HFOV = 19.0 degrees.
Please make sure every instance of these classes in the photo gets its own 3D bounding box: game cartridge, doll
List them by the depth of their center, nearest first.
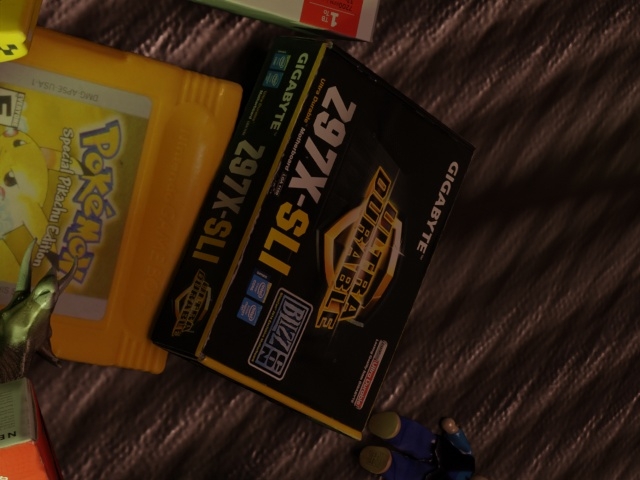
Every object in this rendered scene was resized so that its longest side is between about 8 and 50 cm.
[{"bbox_3d":[-0.234,-0.040,1.699,0.324,0.053,0.285,13,91,-36],"label":"game cartridge"},{"bbox_3d":[0.116,0.245,2.012,0.189,0.046,0.129,29,71,-43],"label":"doll"}]

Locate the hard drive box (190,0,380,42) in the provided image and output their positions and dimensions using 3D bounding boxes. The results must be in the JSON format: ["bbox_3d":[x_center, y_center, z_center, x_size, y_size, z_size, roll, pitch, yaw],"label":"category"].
[{"bbox_3d":[-0.020,-0.318,1.786,0.181,0.089,0.232,10,92,-37],"label":"hard drive box"}]

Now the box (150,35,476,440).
[{"bbox_3d":[0.000,0.000,1.837,0.257,0.079,0.322,31,78,-44],"label":"box"}]

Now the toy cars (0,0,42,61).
[{"bbox_3d":[-0.372,-0.106,1.451,0.394,0.176,0.087,-35,146,-4],"label":"toy cars"}]

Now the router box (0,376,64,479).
[{"bbox_3d":[-0.349,0.284,1.514,0.335,0.082,0.301,-15,125,-3],"label":"router box"}]

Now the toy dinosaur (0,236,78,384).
[{"bbox_3d":[-0.330,0.133,1.580,0.313,0.160,0.121,-20,127,15],"label":"toy dinosaur"}]
